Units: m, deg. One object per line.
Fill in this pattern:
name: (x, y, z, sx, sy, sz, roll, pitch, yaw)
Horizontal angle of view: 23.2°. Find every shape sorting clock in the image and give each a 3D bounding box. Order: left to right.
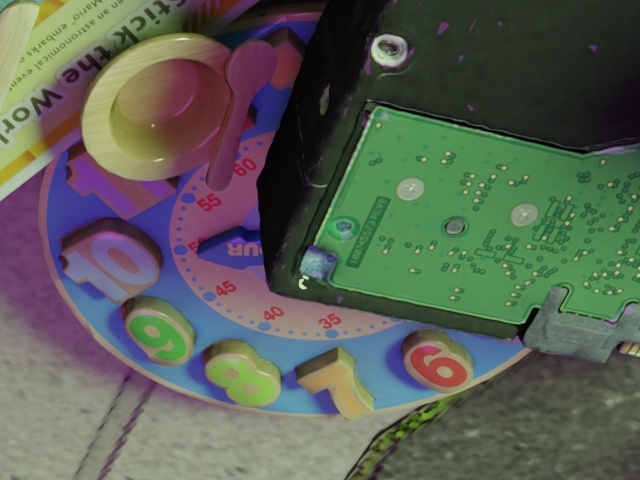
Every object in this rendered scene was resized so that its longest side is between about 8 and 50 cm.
shape sorting clock: (0.000, 0.000, 0.570, 0.206, 0.040, 0.206, 2, 131, 2)

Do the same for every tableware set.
tableware set: (-0.068, -0.072, 0.445, 0.168, 0.020, 0.141, 1, 130, -31)

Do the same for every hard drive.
hard drive: (0.143, -0.103, 0.435, 0.237, 0.064, 0.339, 11, 127, -16)

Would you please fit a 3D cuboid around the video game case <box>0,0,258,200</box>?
video game case: (-0.127, -0.088, 0.429, 0.227, 0.026, 0.206, -37, 138, 6)
